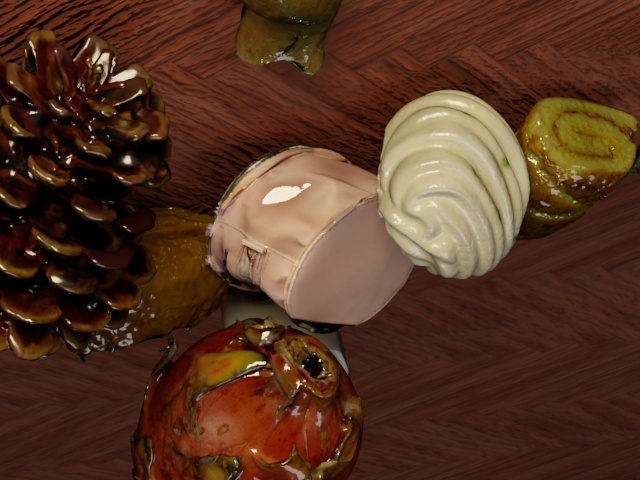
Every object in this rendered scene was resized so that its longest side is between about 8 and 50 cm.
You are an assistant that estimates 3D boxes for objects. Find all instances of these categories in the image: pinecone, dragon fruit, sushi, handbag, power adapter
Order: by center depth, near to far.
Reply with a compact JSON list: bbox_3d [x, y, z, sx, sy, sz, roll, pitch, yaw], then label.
[{"bbox_3d":[-0.225,-0.043,1.268,0.246,0.246,0.292,6,138,-35],"label":"pinecone"},{"bbox_3d":[-0.001,-0.001,1.536,0.205,0.116,0.179,10,115,-55],"label":"handbag"},{"bbox_3d":[-0.181,0.037,1.583,0.287,0.149,0.140,-19,137,-47],"label":"sushi"},{"bbox_3d":[-0.074,0.198,1.597,0.250,0.250,0.315,-1,125,-25],"label":"dragon fruit"},{"bbox_3d":[-0.039,0.127,1.768,0.130,0.205,0.125,-11,157,3],"label":"power adapter"}]

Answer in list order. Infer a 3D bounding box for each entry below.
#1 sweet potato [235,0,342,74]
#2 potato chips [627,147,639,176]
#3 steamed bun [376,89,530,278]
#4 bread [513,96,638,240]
[{"bbox_3d":[-0.052,-0.208,1.149,0.112,0.085,0.286,-14,157,17],"label":"sweet potato"},{"bbox_3d":[0.459,-0.100,1.714,0.202,0.029,0.220,-32,148,34],"label":"potato chips"},{"bbox_3d":[0.135,-0.052,1.466,0.106,0.183,0.183,-9,162,36],"label":"steamed bun"},{"bbox_3d":[0.233,-0.069,1.579,0.132,0.103,0.172,6,155,-22],"label":"bread"}]
